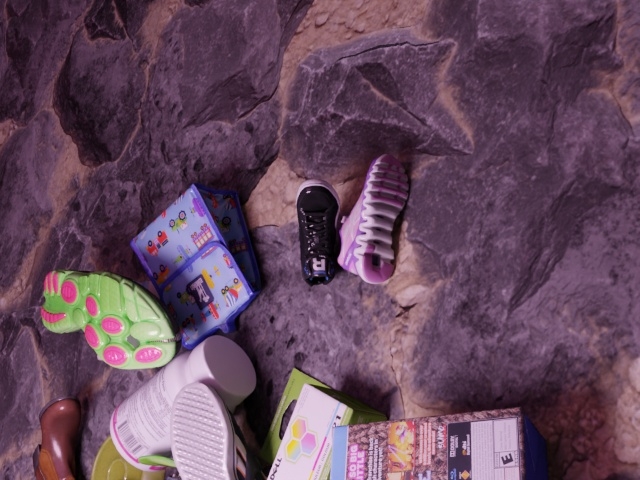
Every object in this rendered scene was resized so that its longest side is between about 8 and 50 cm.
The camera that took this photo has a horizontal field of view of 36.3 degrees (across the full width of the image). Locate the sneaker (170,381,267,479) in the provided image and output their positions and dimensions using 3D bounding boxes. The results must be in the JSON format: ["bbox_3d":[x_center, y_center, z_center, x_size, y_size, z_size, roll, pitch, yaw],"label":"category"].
[{"bbox_3d":[-0.176,0.414,1.759,0.126,0.127,0.321,-23,72,19],"label":"sneaker"}]

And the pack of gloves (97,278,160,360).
[{"bbox_3d":[-0.431,0.175,2.208,0.232,0.046,0.195,-4,72,44],"label":"pack of gloves"}]

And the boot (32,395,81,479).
[{"bbox_3d":[-0.553,0.513,2.126,0.264,0.096,0.280,-59,42,26],"label":"boot"}]

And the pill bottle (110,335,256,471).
[{"bbox_3d":[-0.265,0.316,1.902,0.283,0.160,0.160,-40,50,26],"label":"pill bottle"}]

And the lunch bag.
[{"bbox_3d":[-0.237,0.067,2.023,0.221,0.138,0.293,-39,63,27],"label":"lunch bag"}]

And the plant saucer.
[{"bbox_3d":[-0.419,0.498,2.072,0.241,0.037,0.241,-19,62,39],"label":"plant saucer"}]

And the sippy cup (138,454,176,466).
[{"bbox_3d":[-0.335,0.565,1.781,0.224,0.240,0.305,0,31,28],"label":"sippy cup"}]

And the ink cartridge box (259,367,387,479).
[{"bbox_3d":[-0.030,0.342,1.705,0.255,0.097,0.189,20,89,47],"label":"ink cartridge box"}]

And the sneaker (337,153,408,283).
[{"bbox_3d":[0.084,-0.041,1.756,0.104,0.095,0.237,0,75,53],"label":"sneaker"}]

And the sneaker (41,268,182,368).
[{"bbox_3d":[-0.410,0.141,2.027,0.482,0.202,0.185,16,103,51],"label":"sneaker"}]

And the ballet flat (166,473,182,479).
[{"bbox_3d":[-0.238,0.467,1.889,0.188,0.070,0.070,-18,62,36],"label":"ballet flat"}]

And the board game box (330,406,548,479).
[{"bbox_3d":[0.167,0.381,1.382,0.290,0.141,0.232,-10,56,24],"label":"board game box"}]

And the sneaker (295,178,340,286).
[{"bbox_3d":[0.000,0.000,1.750,0.079,0.217,0.121,-4,51,0],"label":"sneaker"}]
